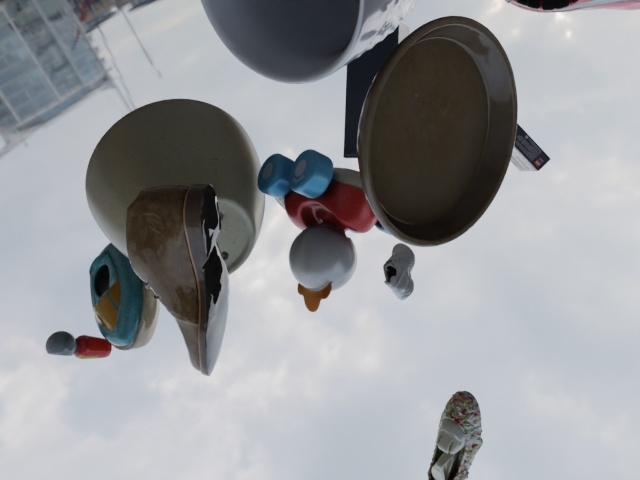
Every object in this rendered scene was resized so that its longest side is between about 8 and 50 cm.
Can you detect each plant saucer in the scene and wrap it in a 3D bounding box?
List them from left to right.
[{"bbox_3d":[0.143,-0.129,0.881,0.278,0.278,0.041,-40,-143,-24],"label":"plant saucer"}]

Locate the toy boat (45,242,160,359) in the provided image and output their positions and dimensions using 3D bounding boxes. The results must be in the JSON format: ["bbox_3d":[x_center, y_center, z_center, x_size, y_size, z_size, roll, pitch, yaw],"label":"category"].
[{"bbox_3d":[-0.481,0.161,1.603,0.318,0.148,0.267,-49,-131,27],"label":"toy boat"}]

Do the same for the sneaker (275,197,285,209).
[{"bbox_3d":[-0.024,-0.079,1.858,0.100,0.271,0.108,-52,-138,-6],"label":"sneaker"}]

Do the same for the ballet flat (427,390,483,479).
[{"bbox_3d":[0.248,0.390,1.350,0.091,0.241,0.077,27,-140,37],"label":"ballet flat"}]

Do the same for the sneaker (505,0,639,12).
[{"bbox_3d":[0.426,-0.383,1.090,0.314,0.116,0.136,7,178,32],"label":"sneaker"}]

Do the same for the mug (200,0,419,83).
[{"bbox_3d":[0.018,-0.453,1.017,0.276,0.374,0.328,11,-143,32],"label":"mug"}]

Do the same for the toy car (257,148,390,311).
[{"bbox_3d":[0.000,0.000,1.211,0.210,0.219,0.238,5,-106,57],"label":"toy car"}]

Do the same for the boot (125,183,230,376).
[{"bbox_3d":[-0.197,0.059,1.026,0.115,0.305,0.112,1,-151,7],"label":"boot"}]

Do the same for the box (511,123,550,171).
[{"bbox_3d":[0.363,-0.224,1.456,0.036,0.207,0.114,-45,-174,2],"label":"box"}]

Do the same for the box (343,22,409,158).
[{"bbox_3d":[0.112,-0.295,1.419,0.103,0.261,0.184,4,-170,10],"label":"box"}]

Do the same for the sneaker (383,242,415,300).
[{"bbox_3d":[0.163,0.052,1.515,0.054,0.061,0.152,-35,-150,30],"label":"sneaker"}]

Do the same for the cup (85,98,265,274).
[{"bbox_3d":[-0.230,-0.056,1.290,0.331,0.331,0.237,-30,-141,-7],"label":"cup"}]
